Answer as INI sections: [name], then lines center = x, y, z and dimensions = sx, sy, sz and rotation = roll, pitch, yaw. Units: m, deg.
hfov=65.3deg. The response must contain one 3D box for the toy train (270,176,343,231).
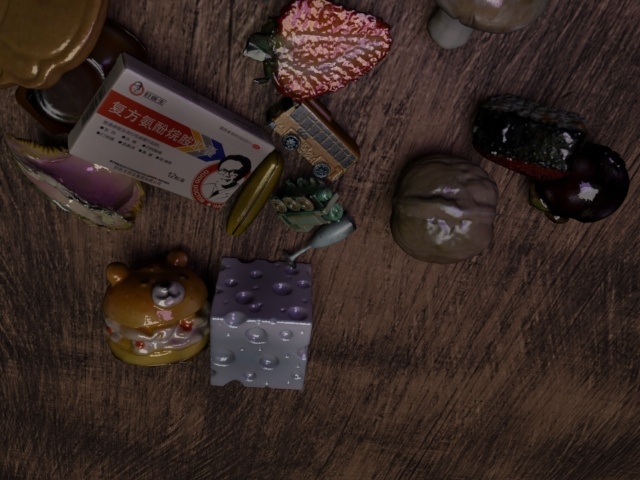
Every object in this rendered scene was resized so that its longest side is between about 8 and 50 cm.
[toy train]
center = -0.029, -0.080, 1.146
dimensions = 0.194, 0.080, 0.125
rotation = 1, 140, 50

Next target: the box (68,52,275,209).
[box]
center = -0.294, -0.204, 1.033
dimensions = 0.214, 0.069, 0.353
rotation = -43, 141, 24

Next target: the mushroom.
[mushroom]
center = 0.272, -0.441, 0.888
dimensions = 0.244, 0.243, 0.243
rotation = -1, 124, -1

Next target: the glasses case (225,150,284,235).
[glasses case]
center = -0.156, -0.106, 1.171
dimensions = 0.064, 0.079, 0.234
rotation = 23, 121, -25

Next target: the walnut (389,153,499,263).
[walnut]
center = 0.271, -0.070, 1.121
dimensions = 0.249, 0.248, 0.248
rotation = -1, 124, -1

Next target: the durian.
[durian]
center = -0.547, -0.113, 1.119
dimensions = 0.305, 0.185, 0.195
rotation = 27, 139, -14

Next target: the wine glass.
[wine glass]
center = 0.000, 0.000, 1.261
dimensions = 0.198, 0.066, 0.066
rotation = -31, 120, 17

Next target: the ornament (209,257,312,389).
[ornament]
center = -0.151, 0.211, 1.293
dimensions = 0.240, 0.239, 0.238
rotation = 4, 123, -5

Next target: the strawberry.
[strawberry]
center = -0.011, -0.373, 0.974
dimensions = 0.287, 0.106, 0.188
rotation = -10, 112, -11

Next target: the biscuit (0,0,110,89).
[biscuit]
center = -0.536, -0.420, 0.868
dimensions = 0.352, 0.057, 0.311
rotation = 2, 92, 8

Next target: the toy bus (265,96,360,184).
[toy bus]
center = -0.013, -0.230, 1.080
dimensions = 0.114, 0.098, 0.201
rotation = -40, 118, 20

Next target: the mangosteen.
[mangosteen]
center = 0.569, -0.117, 1.134
dimensions = 0.194, 0.194, 0.230
rotation = 25, 142, -18

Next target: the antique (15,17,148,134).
[antique]
center = -0.474, -0.319, 0.986
dimensions = 0.278, 0.129, 0.223
rotation = -24, 125, 15

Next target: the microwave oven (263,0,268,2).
[microwave oven]
center = -0.161, -0.549, 0.757
dimensions = 0.295, 0.181, 0.237
rotation = 27, 108, -30

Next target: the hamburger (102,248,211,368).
[hamburger]
center = -0.403, 0.157, 1.245
dimensions = 0.277, 0.276, 0.236
rotation = 1, 113, -2

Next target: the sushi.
[sushi]
center = 0.432, -0.218, 1.037
dimensions = 0.225, 0.136, 0.126
rotation = 35, 135, 28
